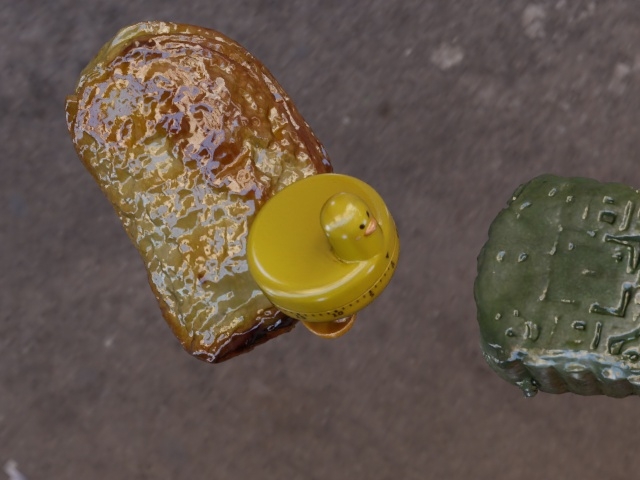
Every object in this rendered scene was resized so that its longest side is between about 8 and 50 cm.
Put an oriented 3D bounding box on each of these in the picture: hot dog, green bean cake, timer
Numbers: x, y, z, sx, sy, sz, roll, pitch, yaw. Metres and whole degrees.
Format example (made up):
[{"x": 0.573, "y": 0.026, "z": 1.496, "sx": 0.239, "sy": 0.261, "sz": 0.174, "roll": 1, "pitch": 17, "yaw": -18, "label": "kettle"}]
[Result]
[{"x": -0.085, "y": -0.044, "z": 1.341, "sx": 0.175, "sy": 0.114, "sz": 0.259, "roll": -28, "pitch": 88, "yaw": 25, "label": "hot dog"}, {"x": 0.275, "y": 0.054, "z": 1.769, "sx": 0.227, "sy": 0.222, "sz": 0.125, "roll": 9, "pitch": 166, "yaw": 24, "label": "green bean cake"}, {"x": 0.000, "y": 0.000, "z": 1.194, "sx": 0.107, "sy": 0.107, "sz": 0.109, "roll": 1, "pitch": 148, "yaw": 23, "label": "timer"}]
